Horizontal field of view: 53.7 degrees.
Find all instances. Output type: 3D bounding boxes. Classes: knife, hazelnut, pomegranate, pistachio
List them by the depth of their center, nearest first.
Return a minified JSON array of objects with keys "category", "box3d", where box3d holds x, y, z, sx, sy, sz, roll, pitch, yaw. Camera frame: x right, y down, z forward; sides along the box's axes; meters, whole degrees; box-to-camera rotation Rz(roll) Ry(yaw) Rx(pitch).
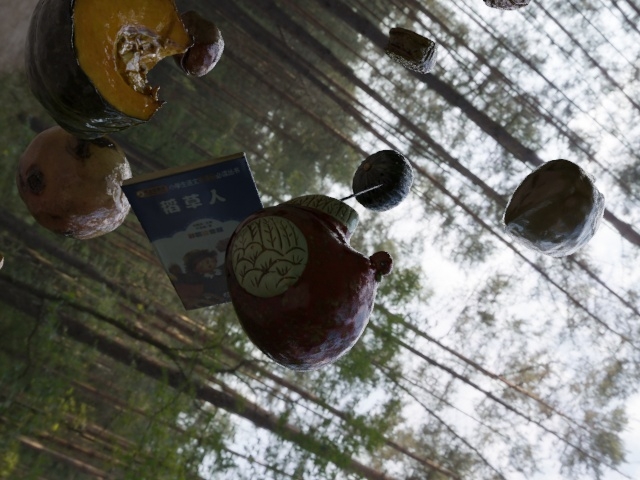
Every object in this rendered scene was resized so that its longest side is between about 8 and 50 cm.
[{"category":"pistachio","box3d":[0.367,-0.046,1.005,0.153,0.238,0.138,-11,-105,15]},{"category":"hazelnut","box3d":[-0.317,-0.492,1.588,0.143,0.154,0.143,-37,171,-7]},{"category":"pomegranate","box3d":[-0.663,-0.162,1.725,0.322,0.322,0.322,-46,-156,27]},{"category":"knife","box3d":[0.109,-0.134,1.803,0.170,0.023,0.010,-20,-97,40]}]

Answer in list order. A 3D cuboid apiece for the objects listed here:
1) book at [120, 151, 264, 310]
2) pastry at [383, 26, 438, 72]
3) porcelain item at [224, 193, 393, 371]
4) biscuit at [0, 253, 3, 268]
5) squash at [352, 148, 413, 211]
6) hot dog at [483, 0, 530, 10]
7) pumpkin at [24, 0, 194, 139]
[{"category":"book","box3d":[-0.267,-0.007,1.570,0.299,0.428,0.039,-13,-141,5]},{"category":"pastry","box3d":[0.164,-0.344,1.147,0.057,0.097,0.109,-68,-158,8]},{"category":"porcelain item","box3d":[-0.007,0.054,0.908,0.253,0.253,0.253,-46,-156,27]},{"category":"biscuit","box3d":[-0.735,0.018,1.217,0.144,0.236,0.040,-77,-178,-50]},{"category":"squash","box3d":[0.208,-0.199,2.110,0.218,0.172,0.218,-49,-160,24]},{"category":"hot dog","box3d":[0.319,-0.539,1.202,0.114,0.259,0.175,-31,-117,26]},{"category":"pumpkin","box3d":[-0.409,-0.354,1.180,0.225,0.256,0.303,-13,-134,41]}]
